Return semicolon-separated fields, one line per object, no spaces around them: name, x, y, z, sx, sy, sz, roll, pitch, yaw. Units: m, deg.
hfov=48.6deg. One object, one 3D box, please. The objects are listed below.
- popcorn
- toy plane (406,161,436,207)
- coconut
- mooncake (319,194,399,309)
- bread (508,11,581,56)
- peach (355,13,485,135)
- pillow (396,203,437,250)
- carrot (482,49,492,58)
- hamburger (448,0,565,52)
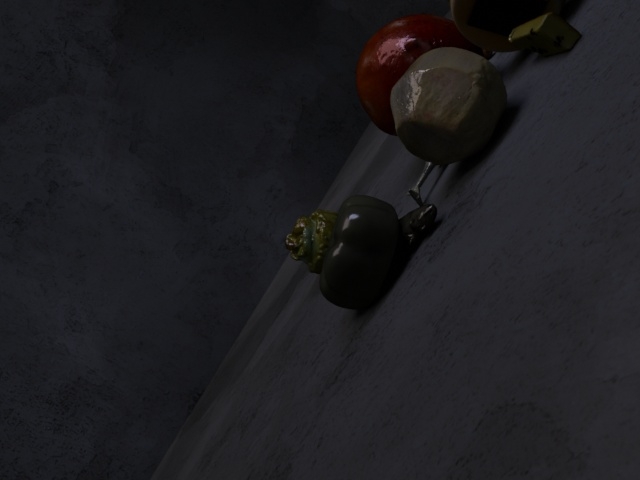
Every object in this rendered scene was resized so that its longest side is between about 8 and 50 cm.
popcorn;0.000;0.000;2.264;0.204;0.183;0.221;-67;20;6
toy plane;0.285;-0.206;1.770;0.108;0.092;0.286;4;53;52
coconut;0.290;-0.307;1.585;0.259;0.259;0.259;-53;7;10
mooncake;0.081;0.024;1.623;0.275;0.135;0.275;-163;90;-85
bread;0.479;-0.440;1.540;0.049;0.088;0.226;-57;6;6
peach;0.271;-0.441;1.936;0.370;0.370;0.370;-53;7;10
pillow;0.194;-0.019;1.591;0.093;0.051;0.241;-61;10;-16
carrot;0.496;-0.578;2.201;0.047;0.047;0.191;-54;8;6
hamburger;0.445;-0.598;1.698;0.302;0.301;0.170;-45;23;53
